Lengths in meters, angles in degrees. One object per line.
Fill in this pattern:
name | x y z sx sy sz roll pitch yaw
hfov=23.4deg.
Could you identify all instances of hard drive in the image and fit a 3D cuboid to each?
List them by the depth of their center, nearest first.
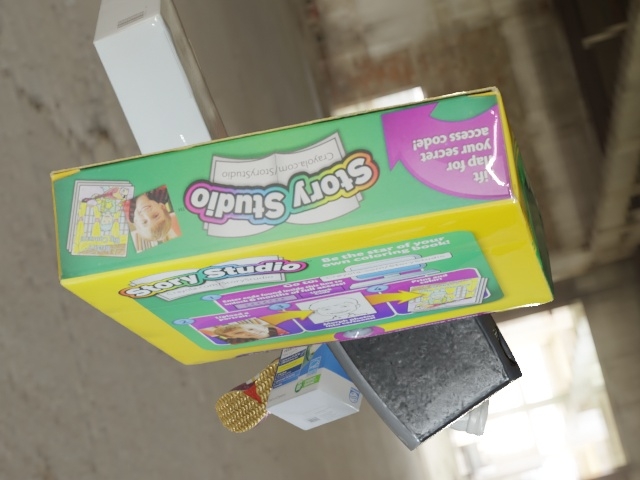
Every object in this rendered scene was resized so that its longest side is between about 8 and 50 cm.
hard drive | 0.091 0.090 1.705 0.254 0.172 0.054 55 3 -1

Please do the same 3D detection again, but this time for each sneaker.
sneaker | 0.159 0.186 1.967 0.212 0.094 0.080 -89 -173 -81
sneaker | -0.077 0.223 2.290 0.084 0.185 0.069 -27 84 -50

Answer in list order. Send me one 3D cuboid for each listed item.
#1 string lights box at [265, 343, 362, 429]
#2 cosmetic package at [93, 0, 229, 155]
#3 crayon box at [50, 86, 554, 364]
string lights box | 0.018 0.124 2.169 0.077 0.133 0.259 30 57 -24
cosmetic package | -0.197 -0.184 2.032 0.377 0.097 0.284 -107 174 -71
crayon box | 0.000 0.000 1.318 0.313 0.363 0.106 52 30 -68
